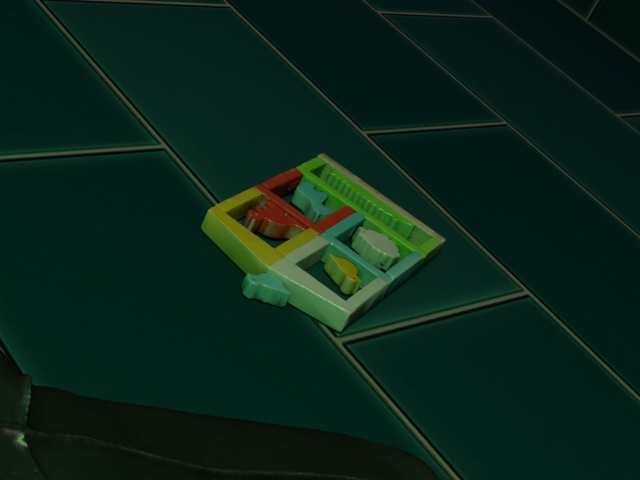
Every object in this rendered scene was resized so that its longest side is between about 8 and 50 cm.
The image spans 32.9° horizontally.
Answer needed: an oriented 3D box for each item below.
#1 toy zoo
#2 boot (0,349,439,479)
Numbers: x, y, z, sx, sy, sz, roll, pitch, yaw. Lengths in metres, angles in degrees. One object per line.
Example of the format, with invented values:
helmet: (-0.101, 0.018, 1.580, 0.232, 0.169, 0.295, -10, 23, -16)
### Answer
toy zoo: (0.000, 0.000, 1.200, 0.192, 0.030, 0.293, 36, 32, 16)
boot: (-0.121, 0.130, 0.725, 0.445, 0.146, 0.367, 12, 29, -34)
